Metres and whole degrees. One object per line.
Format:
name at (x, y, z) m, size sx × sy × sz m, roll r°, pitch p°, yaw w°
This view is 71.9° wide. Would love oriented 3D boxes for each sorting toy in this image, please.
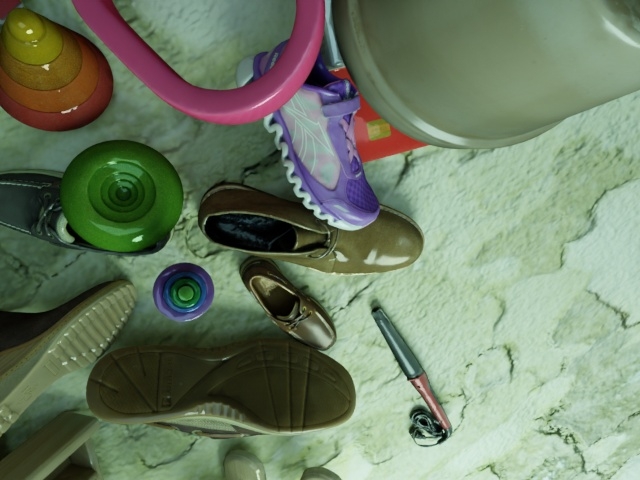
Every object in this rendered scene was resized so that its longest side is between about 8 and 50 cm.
sorting toy at (-0.214, -0.076, 0.442) m, size 0.127 × 0.126 × 0.365 m, roll -31°, pitch 95°, yaw -20°

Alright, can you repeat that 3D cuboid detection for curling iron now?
curling iron at (0.139, 0.219, 0.686) m, size 0.068 × 0.035 × 0.273 m, roll -25°, pitch 109°, yaw -2°

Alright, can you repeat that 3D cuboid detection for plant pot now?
plant pot at (0.192, -0.233, 0.364) m, size 0.324 × 0.280 × 0.322 m, roll -2°, pitch 104°, yaw -10°

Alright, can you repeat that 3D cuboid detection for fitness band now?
fitness band at (-0.124, -0.250, 0.435) m, size 0.291 × 0.054 × 0.209 m, roll 45°, pitch 98°, yaw 5°

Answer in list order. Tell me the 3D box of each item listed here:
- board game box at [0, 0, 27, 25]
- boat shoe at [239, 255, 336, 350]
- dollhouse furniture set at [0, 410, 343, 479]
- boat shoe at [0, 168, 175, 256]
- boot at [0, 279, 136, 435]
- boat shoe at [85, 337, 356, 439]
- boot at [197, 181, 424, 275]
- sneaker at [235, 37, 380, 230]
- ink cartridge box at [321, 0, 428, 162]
board game box at (-0.392, -0.294, 0.363) m, size 0.124 × 0.039 × 0.259 m, roll -38°, pitch 136°, yaw -16°
boat shoe at (-0.042, 0.096, 0.604) m, size 0.064 × 0.060 × 0.178 m, roll -42°, pitch 109°, yaw 4°
dollhouse furniture set at (-0.196, 0.390, 0.522) m, size 0.395 × 0.362 × 0.256 m, roll 2°, pitch 110°, yaw 21°
boat shoe at (-0.288, -0.030, 0.515) m, size 0.224 × 0.073 × 0.080 m, roll 14°, pitch 101°, yaw -15°
boot at (-0.373, 0.099, 0.516) m, size 0.207 × 0.248 × 0.090 m, roll 22°, pitch 134°, yaw 17°
boat shoe at (-0.125, 0.211, 0.607) m, size 0.343 × 0.123 × 0.123 m, roll 4°, pitch 149°, yaw -16°
boot at (0.000, 0.000, 0.556) m, size 0.306 × 0.115 × 0.112 m, roll 8°, pitch 103°, yaw -14°
sneaker at (0.005, -0.123, 0.492) m, size 0.105 × 0.095 × 0.236 m, roll -27°, pitch 97°, yaw 37°
ink cartridge box at (0.148, -0.247, 0.533) m, size 0.297 × 0.066 × 0.260 m, roll -16°, pitch 107°, yaw -5°
